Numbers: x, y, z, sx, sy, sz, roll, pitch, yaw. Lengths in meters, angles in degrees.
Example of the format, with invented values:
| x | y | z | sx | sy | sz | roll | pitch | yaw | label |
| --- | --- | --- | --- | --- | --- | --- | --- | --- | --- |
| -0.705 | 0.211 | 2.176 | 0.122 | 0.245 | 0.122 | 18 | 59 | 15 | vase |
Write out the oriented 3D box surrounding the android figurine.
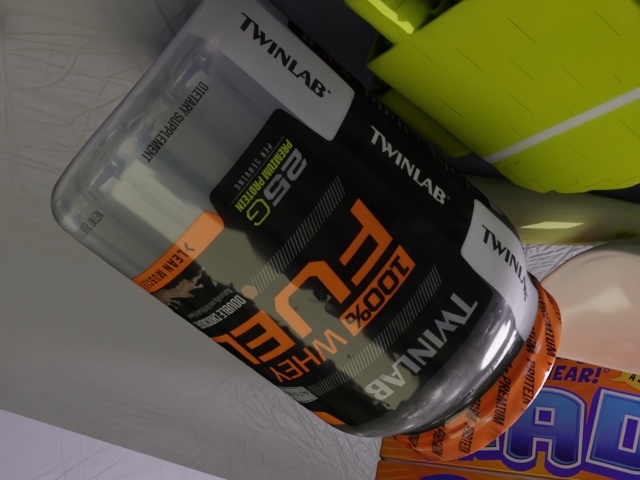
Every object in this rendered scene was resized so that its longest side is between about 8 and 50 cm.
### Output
| x | y | z | sx | sy | sz | roll | pitch | yaw | label |
| --- | --- | --- | --- | --- | --- | --- | --- | --- | --- |
| 0.149 | -0.117 | 0.528 | 0.272 | 0.056 | 0.248 | 30 | 148 | -25 | android figurine |

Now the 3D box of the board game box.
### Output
| x | y | z | sx | sy | sz | roll | pitch | yaw | label |
| --- | --- | --- | --- | --- | --- | --- | --- | --- | --- |
| 0.286 | 0.348 | 1.031 | 0.356 | 0.357 | 0.356 | 1 | 151 | 22 | board game box |

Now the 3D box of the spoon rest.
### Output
| x | y | z | sx | sy | sz | roll | pitch | yaw | label |
| --- | --- | --- | --- | --- | --- | --- | --- | --- | --- |
| 0.224 | 0.061 | 0.712 | 0.137 | 0.084 | 0.276 | 55 | 158 | -15 | spoon rest |

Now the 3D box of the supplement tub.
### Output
| x | y | z | sx | sy | sz | roll | pitch | yaw | label |
| --- | --- | --- | --- | --- | --- | --- | --- | --- | --- |
| 0.000 | 0.000 | 0.584 | 0.338 | 0.207 | 0.207 | 38 | 146 | -16 | supplement tub |

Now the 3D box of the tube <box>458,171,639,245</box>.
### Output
| x | y | z | sx | sy | sz | roll | pitch | yaw | label |
| --- | --- | --- | --- | --- | --- | --- | --- | --- | --- |
| 0.188 | -0.021 | 0.695 | 0.240 | 0.070 | 0.062 | 6 | 123 | 6 | tube |
